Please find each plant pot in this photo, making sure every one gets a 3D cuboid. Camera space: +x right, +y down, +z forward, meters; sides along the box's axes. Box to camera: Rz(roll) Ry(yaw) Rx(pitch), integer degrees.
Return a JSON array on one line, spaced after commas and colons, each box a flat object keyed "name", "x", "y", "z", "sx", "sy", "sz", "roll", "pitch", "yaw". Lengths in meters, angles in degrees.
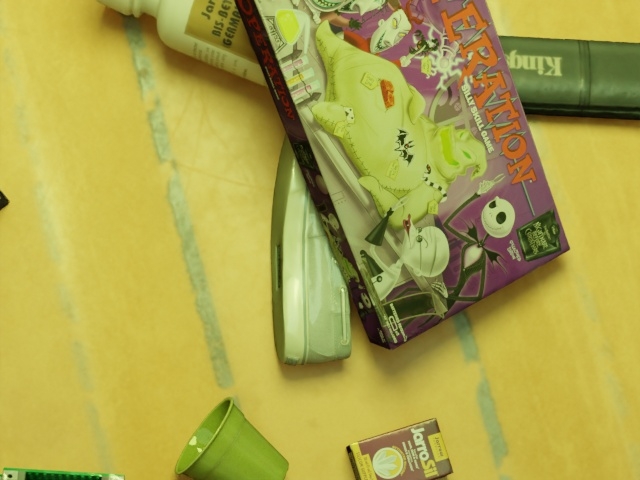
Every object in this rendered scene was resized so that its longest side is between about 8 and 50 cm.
[{"name": "plant pot", "x": -0.073, "y": 0.194, "z": 1.354, "sx": 0.079, "sy": 0.083, "sz": 0.083, "roll": 37, "pitch": 80, "yaw": -11}]

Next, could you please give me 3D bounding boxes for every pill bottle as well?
[{"name": "pill bottle", "x": -0.081, "y": -0.223, "z": 1.390, "sx": 0.229, "sy": 0.131, "sz": 0.131, "roll": 22, "pitch": 80, "yaw": 0}]

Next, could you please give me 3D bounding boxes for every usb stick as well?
[{"name": "usb stick", "x": 0.187, "y": -0.157, "z": 1.443, "sx": 0.278, "sy": 0.045, "sz": 0.077, "roll": 3, "pitch": 81, "yaw": -4}]

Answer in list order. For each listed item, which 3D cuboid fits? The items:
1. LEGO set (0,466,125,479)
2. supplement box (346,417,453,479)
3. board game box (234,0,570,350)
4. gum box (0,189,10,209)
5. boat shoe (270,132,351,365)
[{"name": "LEGO set", "x": -0.281, "y": 0.302, "z": 1.227, "sx": 0.331, "sy": 0.255, "sz": 0.192, "roll": 8, "pitch": 64, "yaw": -10}, {"name": "supplement box", "x": 0.071, "y": 0.198, "z": 1.376, "sx": 0.083, "sy": 0.043, "sz": 0.055, "roll": -17, "pitch": 81, "yaw": -8}, {"name": "board game box", "x": 0.077, "y": -0.102, "z": 1.339, "sx": 0.208, "sy": 0.056, "sz": 0.347, "roll": -30, "pitch": 108, "yaw": -23}, {"name": "gum box", "x": -0.353, "y": -0.105, "z": 1.336, "sx": 0.041, "sy": 0.157, "sz": 0.184, "roll": -40, "pitch": 86, "yaw": -9}, {"name": "boat shoe", "x": 0.000, "y": 0.000, "z": 1.393, "sx": 0.081, "sy": 0.079, "sz": 0.228, "roll": 2, "pitch": 85, "yaw": -13}]
